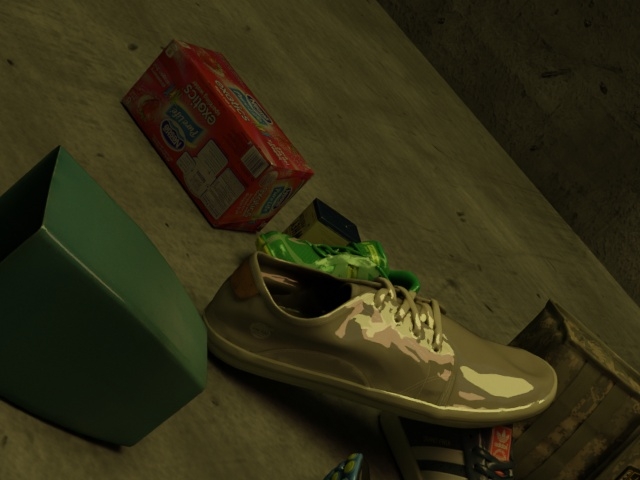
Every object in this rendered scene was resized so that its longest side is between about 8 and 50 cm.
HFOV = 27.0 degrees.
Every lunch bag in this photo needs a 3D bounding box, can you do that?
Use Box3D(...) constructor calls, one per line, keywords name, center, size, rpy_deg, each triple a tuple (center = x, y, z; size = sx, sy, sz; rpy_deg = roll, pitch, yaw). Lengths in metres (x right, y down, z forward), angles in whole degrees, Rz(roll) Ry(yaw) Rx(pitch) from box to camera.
Box3D(name="lunch bag", center=(0.359, 0.271, 1.874), size=(0.287, 0.235, 0.169), rpy_deg=(38, 15, -16))

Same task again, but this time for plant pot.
Box3D(name="plant pot", center=(-0.224, 0.072, 1.250), size=(0.234, 0.166, 0.165), rpy_deg=(45, 18, -24))

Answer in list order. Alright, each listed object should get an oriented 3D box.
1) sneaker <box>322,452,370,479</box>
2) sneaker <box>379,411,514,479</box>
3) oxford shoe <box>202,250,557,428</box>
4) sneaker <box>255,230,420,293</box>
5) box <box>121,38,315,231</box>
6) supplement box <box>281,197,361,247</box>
Box3D(name="sneaker", center=(0.040, 0.309, 1.425), size=(0.078, 0.067, 0.188), rpy_deg=(36, 27, -29))
Box3D(name="sneaker", center=(0.194, 0.291, 1.635), size=(0.131, 0.148, 0.350), rpy_deg=(25, 27, -43))
Box3D(name="oxford shoe", center=(0.086, 0.115, 1.583), size=(0.449, 0.130, 0.169), rpy_deg=(15, 24, -13))
Box3D(name="sneaker", center=(0.025, 0.036, 1.855), size=(0.295, 0.123, 0.109), rpy_deg=(23, 28, -44))
Box3D(name="box", center=(-0.146, -0.147, 1.883), size=(0.257, 0.128, 0.122), rpy_deg=(52, 21, 22))
Box3D(name="supplement box", center=(0.000, 0.000, 1.939), size=(0.083, 0.083, 0.056), rpy_deg=(34, 22, -27))
